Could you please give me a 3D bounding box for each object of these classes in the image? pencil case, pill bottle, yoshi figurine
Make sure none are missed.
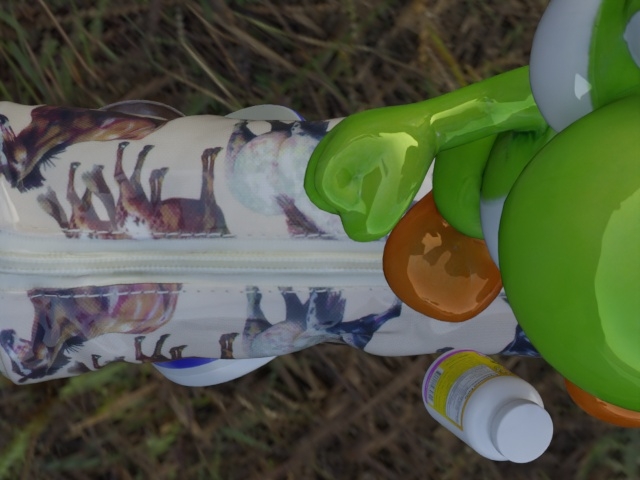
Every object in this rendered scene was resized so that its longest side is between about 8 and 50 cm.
[{"bbox_3d":[0.000,0.000,0.995,0.410,0.183,0.160,0,90,-2],"label":"pencil case"},{"bbox_3d":[0.086,0.085,0.890,0.043,0.083,0.043,-5,104,-19],"label":"pill bottle"},{"bbox_3d":[0.110,0.001,0.688,0.203,0.362,0.203,-17,77,-9],"label":"yoshi figurine"}]

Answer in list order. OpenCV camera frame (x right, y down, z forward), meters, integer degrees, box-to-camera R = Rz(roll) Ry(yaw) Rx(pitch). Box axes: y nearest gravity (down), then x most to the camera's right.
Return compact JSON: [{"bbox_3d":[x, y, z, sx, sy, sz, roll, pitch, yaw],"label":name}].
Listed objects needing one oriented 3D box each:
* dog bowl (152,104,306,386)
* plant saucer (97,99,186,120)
[{"bbox_3d":[-0.086,0.001,1.648,0.265,0.265,0.104,-43,121,0],"label":"dog bowl"},{"bbox_3d":[-0.166,-0.038,1.508,0.168,0.168,0.029,-43,153,0],"label":"plant saucer"}]
